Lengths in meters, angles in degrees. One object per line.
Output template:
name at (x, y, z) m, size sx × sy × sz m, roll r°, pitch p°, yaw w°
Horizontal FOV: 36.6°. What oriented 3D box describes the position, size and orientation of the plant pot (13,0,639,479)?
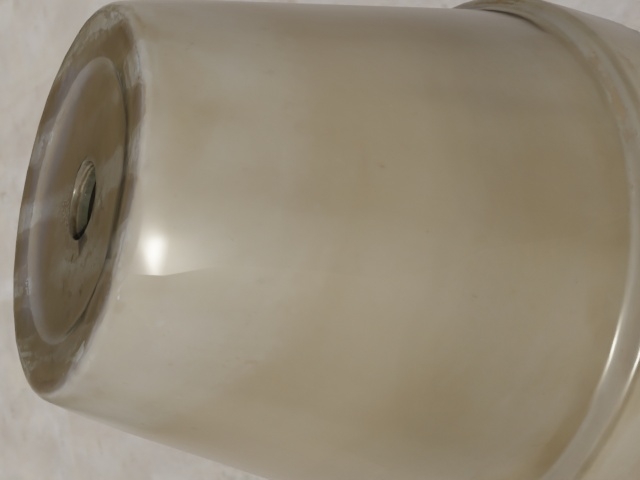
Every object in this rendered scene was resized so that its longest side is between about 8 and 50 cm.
plant pot at (0.000, 0.000, 0.520) m, size 0.323 × 0.280 × 0.323 m, roll -27°, pitch 58°, yaw 54°
